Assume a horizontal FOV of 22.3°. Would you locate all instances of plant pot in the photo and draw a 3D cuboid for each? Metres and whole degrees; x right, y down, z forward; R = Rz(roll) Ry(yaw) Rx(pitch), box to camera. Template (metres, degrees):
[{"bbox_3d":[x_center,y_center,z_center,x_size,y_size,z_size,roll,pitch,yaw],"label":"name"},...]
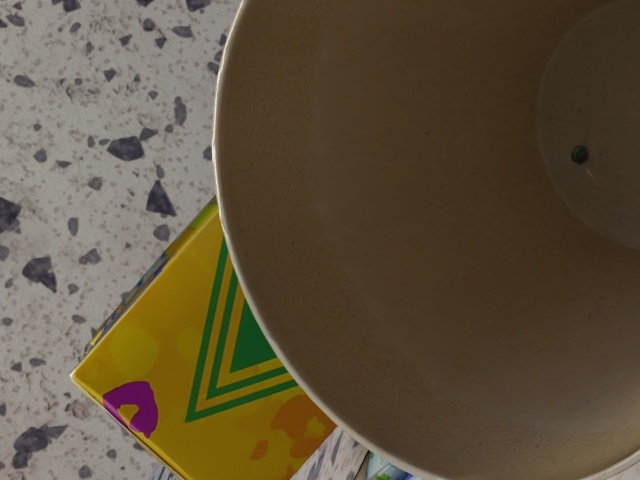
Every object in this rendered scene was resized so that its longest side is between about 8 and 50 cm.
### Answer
[{"bbox_3d":[0.115,-0.043,0.779,0.191,0.284,0.284,-19,-35,-49],"label":"plant pot"}]

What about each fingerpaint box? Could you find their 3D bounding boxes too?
[{"bbox_3d":[0.000,0.000,1.239,0.371,0.163,0.445,-48,4,-4],"label":"fingerpaint box"}]

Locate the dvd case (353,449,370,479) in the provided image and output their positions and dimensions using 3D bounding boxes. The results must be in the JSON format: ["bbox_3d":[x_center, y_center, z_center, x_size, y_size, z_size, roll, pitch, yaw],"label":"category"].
[{"bbox_3d":[0.024,0.250,1.252,0.180,0.022,0.253,-105,39,-77],"label":"dvd case"}]

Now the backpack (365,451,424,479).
[{"bbox_3d":[0.084,0.114,1.026,0.105,0.084,0.114,-52,13,52],"label":"backpack"}]
